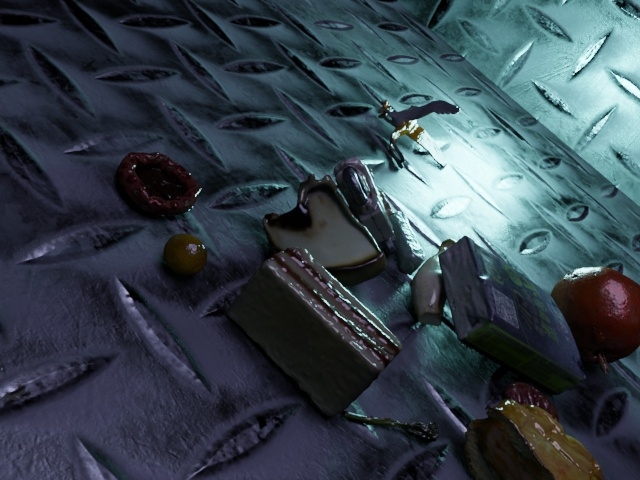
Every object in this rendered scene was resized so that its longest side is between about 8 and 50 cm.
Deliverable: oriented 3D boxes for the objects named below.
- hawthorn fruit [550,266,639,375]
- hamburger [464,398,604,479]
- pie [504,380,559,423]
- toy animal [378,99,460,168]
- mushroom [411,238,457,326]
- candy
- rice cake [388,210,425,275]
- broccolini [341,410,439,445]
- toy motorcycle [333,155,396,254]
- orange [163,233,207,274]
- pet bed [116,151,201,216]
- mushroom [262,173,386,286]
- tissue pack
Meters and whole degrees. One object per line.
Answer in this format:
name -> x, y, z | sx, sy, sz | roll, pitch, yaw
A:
hawthorn fruit -> 0.778, 0.233, 1.929 | 0.276, 0.276, 0.307 | 28, 48, -10
hamburger -> 0.459, 0.482, 1.417 | 0.209, 0.162, 0.330 | -4, 47, -46
pie -> 0.508, 0.403, 1.668 | 0.154, 0.036, 0.154 | 24, 35, -18
toy animal -> 0.289, -0.375, 2.412 | 0.284, 0.225, 0.302 | -24, 49, -29
mushroom -> 0.315, 0.101, 1.831 | 0.123, 0.095, 0.351 | 51, 35, -6
candy -> -0.013, 0.174, 1.374 | 0.320, 0.179, 0.135 | 42, 34, 14
rice cake -> 0.227, 0.000, 1.900 | 0.063, 0.069, 0.206 | 13, 40, -28
broccolini -> 0.144, 0.366, 1.401 | 0.218, 0.042, 0.044 | 20, 35, -17
toy motorcycle -> 0.112, -0.107, 1.786 | 0.341, 0.108, 0.223 | 55, 10, -49
orange -> -0.278, 0.027, 1.424 | 0.085, 0.085, 0.095 | -12, 45, -47
pet bed -> -0.366, -0.129, 1.569 | 0.201, 0.053, 0.201 | 26, 29, -16
mushroom -> -0.005, 0.008, 1.655 | 0.217, 0.212, 0.292 | -27, 69, -7
tissue pack -> 0.481, 0.192, 1.750 | 0.394, 0.124, 0.288 | 30, 36, -32
